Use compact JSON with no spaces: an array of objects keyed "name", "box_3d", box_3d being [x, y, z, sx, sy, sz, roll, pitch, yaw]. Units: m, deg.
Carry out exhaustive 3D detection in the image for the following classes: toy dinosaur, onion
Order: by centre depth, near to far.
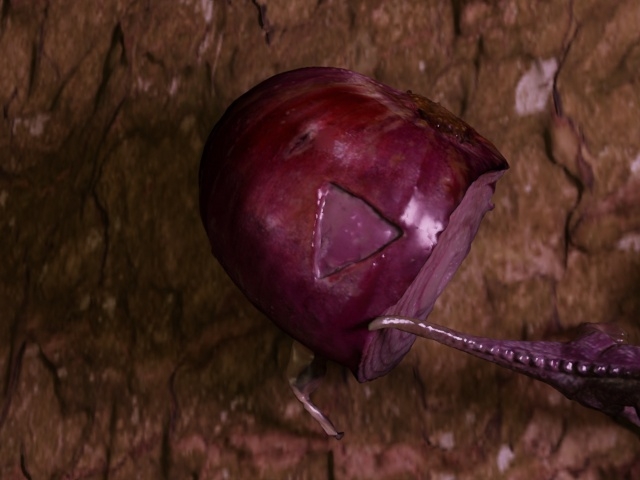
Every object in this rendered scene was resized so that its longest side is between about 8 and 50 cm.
[{"name":"toy dinosaur","box_3d":[0.191,0.088,1.145,0.251,0.200,0.072,22,90,25]},{"name":"onion","box_3d":[0.008,-0.029,1.240,0.230,0.256,0.272,38,80,14]}]
